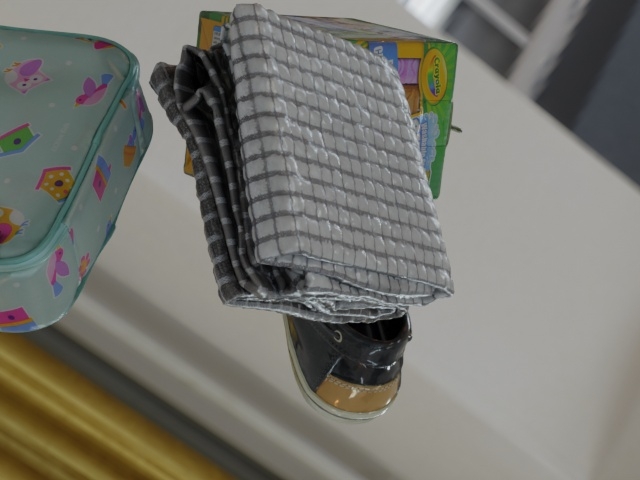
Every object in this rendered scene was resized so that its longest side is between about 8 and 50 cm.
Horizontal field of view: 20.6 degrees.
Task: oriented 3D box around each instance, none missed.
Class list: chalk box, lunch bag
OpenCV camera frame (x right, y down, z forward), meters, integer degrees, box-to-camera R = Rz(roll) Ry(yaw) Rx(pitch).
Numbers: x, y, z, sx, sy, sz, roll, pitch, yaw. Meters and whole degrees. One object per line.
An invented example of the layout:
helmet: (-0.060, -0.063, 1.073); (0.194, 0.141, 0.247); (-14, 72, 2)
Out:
chalk box: (0.025, -0.143, 1.887); (0.180, 0.289, 0.179); (20, -72, 46)
lunch bag: (-0.279, -0.058, 1.468); (0.108, 0.224, 0.279); (86, 20, -49)

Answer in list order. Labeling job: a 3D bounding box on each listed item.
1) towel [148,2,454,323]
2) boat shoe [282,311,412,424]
towel: (-0.013, -0.052, 1.517); (0.121, 0.284, 0.235); (-20, -106, 29)
boat shoe: (0.000, 0.000, 2.296); (0.156, 0.187, 0.500); (116, -35, -43)
